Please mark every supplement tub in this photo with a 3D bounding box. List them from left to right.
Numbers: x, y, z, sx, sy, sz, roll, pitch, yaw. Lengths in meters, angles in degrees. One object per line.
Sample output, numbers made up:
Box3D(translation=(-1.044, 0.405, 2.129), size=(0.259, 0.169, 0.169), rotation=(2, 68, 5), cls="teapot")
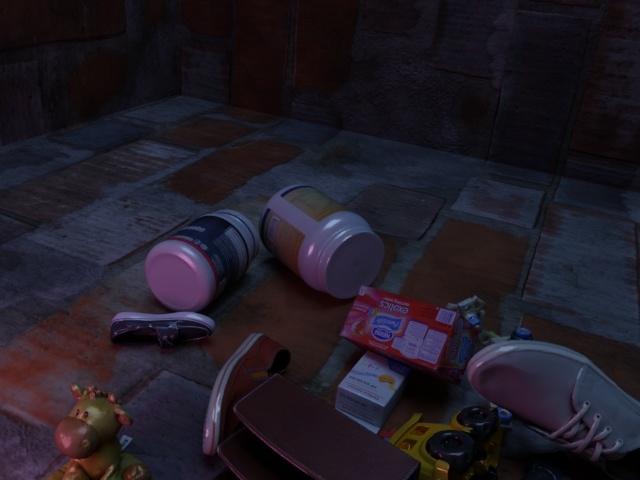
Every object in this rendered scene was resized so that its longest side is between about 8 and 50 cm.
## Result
Box3D(translation=(-0.291, 0.045, 1.533), size=(0.191, 0.191, 0.272), rotation=(15, 28, 18), cls="supplement tub")
Box3D(translation=(0.000, 0.000, 1.639), size=(0.229, 0.228, 0.316), rotation=(-13, 32, -32), cls="supplement tub")

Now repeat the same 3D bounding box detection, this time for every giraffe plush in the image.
Box3D(translation=(-0.362, 0.329, 0.979), size=(0.182, 0.170, 0.210), rotation=(5, 27, -1), cls="giraffe plush")

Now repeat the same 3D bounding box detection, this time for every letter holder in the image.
Box3D(translation=(-0.032, 0.384, 0.961), size=(0.302, 0.151, 0.214), rotation=(24, 34, 32), cls="letter holder")

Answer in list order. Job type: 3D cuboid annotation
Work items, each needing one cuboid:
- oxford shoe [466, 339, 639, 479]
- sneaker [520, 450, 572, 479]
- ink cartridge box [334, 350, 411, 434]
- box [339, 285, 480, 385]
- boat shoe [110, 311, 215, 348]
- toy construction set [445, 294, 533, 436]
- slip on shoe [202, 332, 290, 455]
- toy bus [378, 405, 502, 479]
Box3D(translation=(0.456, 0.310, 1.067), size=(0.450, 0.169, 0.130), rotation=(30, 33, -15), cls="oxford shoe")
Box3D(translation=(0.385, 0.421, 1.081), size=(0.170, 0.051, 0.089), rotation=(0, 27, -21), cls="sneaker")
Box3D(translation=(0.100, 0.309, 1.230), size=(0.104, 0.061, 0.181), rotation=(18, 29, 23), cls="ink cartridge box")
Box3D(translation=(0.187, 0.198, 1.295), size=(0.257, 0.128, 0.123), rotation=(12, -19, 42), cls="box")
Box3D(translation=(-0.351, 0.205, 1.341), size=(0.229, 0.080, 0.076), rotation=(6, 44, -6), cls="boat shoe")
Box3D(translation=(0.393, 0.263, 1.303), size=(0.215, 0.151, 0.327), rotation=(-4, 39, -17), cls="toy construction set")
Box3D(translation=(-0.140, 0.288, 1.174), size=(0.102, 0.122, 0.331), rotation=(15, 23, 10), cls="slip on shoe")
Box3D(translation=(0.190, 0.373, 1.060), size=(0.212, 0.149, 0.220), rotation=(6, 20, 38), cls="toy bus")
